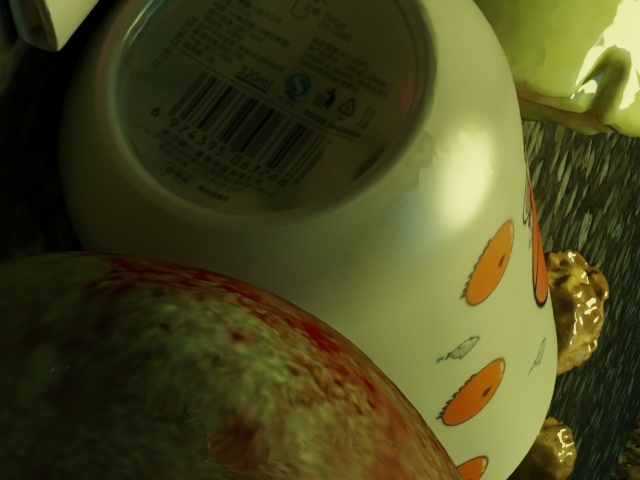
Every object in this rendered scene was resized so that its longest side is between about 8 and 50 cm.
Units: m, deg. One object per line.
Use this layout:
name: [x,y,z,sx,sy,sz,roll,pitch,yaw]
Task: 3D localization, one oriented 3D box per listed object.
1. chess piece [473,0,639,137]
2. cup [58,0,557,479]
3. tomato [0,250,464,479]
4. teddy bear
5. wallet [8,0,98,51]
chess piece: [0.158,-0.284,1.005,0.234,0.234,0.442,16,92,-73]
cup: [0.000,0.000,0.918,0.212,0.212,0.317,-64,161,-19]
tomato: [-0.085,0.157,0.664,0.317,0.316,0.283,-54,128,-41]
teddy bear: [0.102,0.051,1.264,0.222,0.246,0.296,-19,159,-46]
wallet: [-0.091,-0.139,0.795,0.122,0.025,0.061,-58,153,-33]
